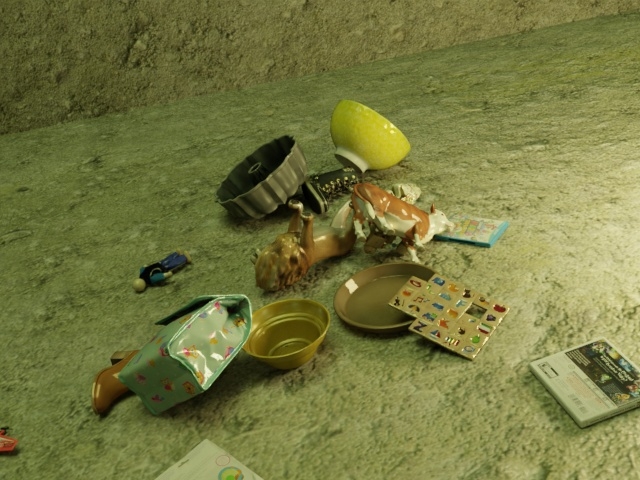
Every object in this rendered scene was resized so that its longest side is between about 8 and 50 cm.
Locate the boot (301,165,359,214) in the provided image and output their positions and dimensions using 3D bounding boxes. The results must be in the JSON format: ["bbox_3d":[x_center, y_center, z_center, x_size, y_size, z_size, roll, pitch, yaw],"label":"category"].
[{"bbox_3d":[0.040,-0.167,2.353,0.179,0.085,0.236,-16,26,-8],"label":"boot"}]

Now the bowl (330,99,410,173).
[{"bbox_3d":[0.133,-0.313,2.440,0.289,0.289,0.156,26,78,49],"label":"bowl"}]

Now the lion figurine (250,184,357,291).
[{"bbox_3d":[0.000,0.000,2.006,0.392,0.240,0.142,-12,34,-31],"label":"lion figurine"}]

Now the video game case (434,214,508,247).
[{"bbox_3d":[0.411,-0.028,2.026,0.166,0.015,0.119,10,37,36],"label":"video game case"}]

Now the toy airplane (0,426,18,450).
[{"bbox_3d":[-0.734,0.466,1.633,0.151,0.028,0.151,-12,29,7],"label":"toy airplane"}]

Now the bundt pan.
[{"bbox_3d":[-0.175,-0.188,2.376,0.331,0.124,0.330,-30,27,17],"label":"bundt pan"}]

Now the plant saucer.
[{"bbox_3d":[0.169,0.142,1.807,0.278,0.041,0.278,-10,28,6],"label":"plant saucer"}]

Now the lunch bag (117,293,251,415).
[{"bbox_3d":[-0.286,0.229,1.650,0.223,0.160,0.262,-31,16,42],"label":"lunch bag"}]

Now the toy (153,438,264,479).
[{"bbox_3d":[-0.179,0.473,1.359,0.237,0.056,0.137,20,40,38],"label":"toy"}]

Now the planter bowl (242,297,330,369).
[{"bbox_3d":[-0.076,0.231,1.702,0.217,0.090,0.217,-10,30,6],"label":"planter bowl"}]

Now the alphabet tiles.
[{"bbox_3d":[0.283,0.161,1.693,0.237,0.009,0.198,24,45,27],"label":"alphabet tiles"}]

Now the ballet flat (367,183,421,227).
[{"bbox_3d":[0.221,-0.123,2.210,0.091,0.077,0.241,11,37,38],"label":"ballet flat"}]

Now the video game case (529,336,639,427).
[{"bbox_3d":[0.530,0.271,1.447,0.173,0.022,0.190,-18,29,-8],"label":"video game case"}]

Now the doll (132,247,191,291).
[{"bbox_3d":[-0.467,0.087,2.165,0.129,0.046,0.189,16,40,43],"label":"doll"}]

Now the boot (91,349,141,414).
[{"bbox_3d":[-0.432,0.322,1.719,0.153,0.073,0.197,0,36,11],"label":"boot"}]

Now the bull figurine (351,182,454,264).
[{"bbox_3d":[0.212,-0.045,1.944,0.310,0.101,0.188,21,42,-21],"label":"bull figurine"}]

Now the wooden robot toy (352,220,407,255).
[{"bbox_3d":[0.149,0.003,2.003,0.173,0.079,0.076,20,38,-15],"label":"wooden robot toy"}]
